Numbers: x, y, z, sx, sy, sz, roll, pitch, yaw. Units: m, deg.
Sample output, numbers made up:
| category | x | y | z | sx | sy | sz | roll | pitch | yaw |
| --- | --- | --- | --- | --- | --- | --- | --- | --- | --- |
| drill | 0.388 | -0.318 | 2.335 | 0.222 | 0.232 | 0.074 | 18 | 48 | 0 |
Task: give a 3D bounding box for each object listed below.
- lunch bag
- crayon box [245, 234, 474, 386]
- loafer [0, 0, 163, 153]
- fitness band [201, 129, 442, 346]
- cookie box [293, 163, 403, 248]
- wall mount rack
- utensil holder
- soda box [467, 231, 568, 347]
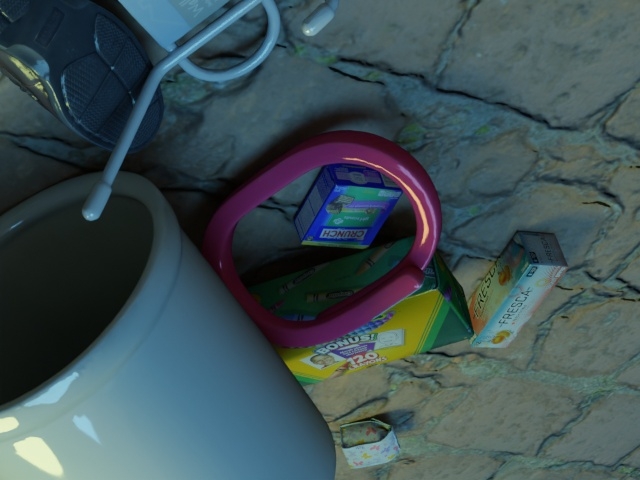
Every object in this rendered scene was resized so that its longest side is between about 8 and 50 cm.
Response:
| category | x | y | z | sx | sy | sz | roll | pitch | yaw |
| --- | --- | --- | --- | --- | --- | --- | --- | --- | --- |
| lunch bag | 0.077 | 0.310 | 1.859 | 0.083 | 0.053 | 0.071 | -11 | 141 | 10 |
| crayon box | 0.033 | 0.096 | 1.512 | 0.279 | 0.081 | 0.165 | -18 | 149 | 14 |
| loafer | -0.256 | -0.187 | 1.105 | 0.109 | 0.095 | 0.302 | -56 | 142 | -8 |
| fitness band | 0.000 | 0.000 | 1.354 | 0.291 | 0.054 | 0.209 | -34 | 101 | 26 |
| cookie box | 0.032 | -0.040 | 1.411 | 0.092 | 0.040 | 0.107 | 4 | 139 | -26 |
| wall mount rack | -0.162 | -0.195 | 1.044 | 0.304 | 0.130 | 0.350 | -37 | 139 | 5 |
| utensil holder | -0.199 | 0.172 | 1.294 | 0.328 | 0.327 | 0.385 | -26 | 127 | 13 |
| soda box | 0.255 | 0.069 | 1.611 | 0.063 | 0.058 | 0.183 | 4 | 138 | -24 |
